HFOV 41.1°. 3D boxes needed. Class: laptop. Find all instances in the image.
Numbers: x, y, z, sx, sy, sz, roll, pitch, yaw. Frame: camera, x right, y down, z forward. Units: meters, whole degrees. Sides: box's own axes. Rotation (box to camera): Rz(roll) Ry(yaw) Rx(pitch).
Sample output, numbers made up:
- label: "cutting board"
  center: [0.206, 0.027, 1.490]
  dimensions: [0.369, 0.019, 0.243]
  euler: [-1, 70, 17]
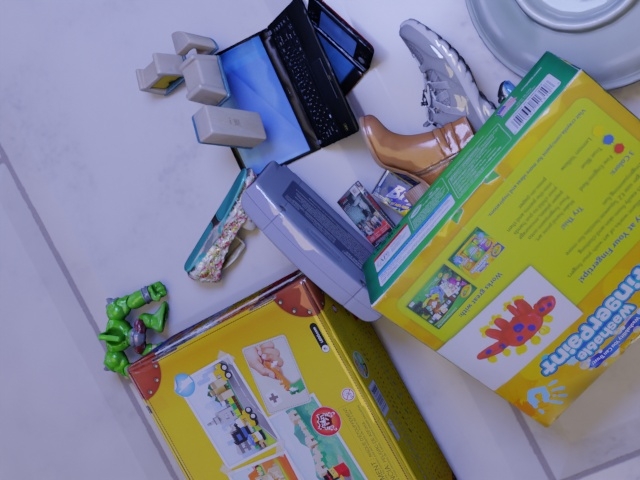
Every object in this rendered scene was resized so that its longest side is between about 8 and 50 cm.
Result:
- label: "laptop"
  center: [-0.081, -0.245, 1.442]
  dimensions: [0.136, 0.264, 0.234]
  euler: [-27, 96, -19]

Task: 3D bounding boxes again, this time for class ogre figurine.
- label: "ogre figurine"
  center: [-0.349, 0.177, 1.609]
  dimensions: [0.118, 0.097, 0.197]
  euler: [3, 111, 3]

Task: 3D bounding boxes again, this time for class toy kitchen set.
- label: "toy kitchen set"
  center: [-0.213, -0.237, 1.487]
  dimensions: [0.166, 0.122, 0.207]
  euler: [-29, 69, 40]

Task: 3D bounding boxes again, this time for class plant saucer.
- label: "plant saucer"
  center: [0.390, -0.420, 1.266]
  dimensions: [0.400, 0.100, 0.401]
  euler: [6, 103, 27]

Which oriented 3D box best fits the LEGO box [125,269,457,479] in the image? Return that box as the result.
- label: "LEGO box"
  center: [-0.037, 0.336, 1.475]
  dimensions: [0.372, 0.193, 0.500]
  euler: [-28, 92, 19]

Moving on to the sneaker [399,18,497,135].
- label: "sneaker"
  center: [0.203, -0.233, 1.392]
  dimensions: [0.115, 0.105, 0.281]
  euler: [-35, 89, 17]

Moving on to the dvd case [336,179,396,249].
- label: "dvd case"
  center: [0.084, -0.040, 1.473]
  dimensions: [0.119, 0.013, 0.087]
  euler: [49, 152, 3]

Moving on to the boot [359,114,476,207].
- label: "boot"
  center: [0.169, -0.156, 1.364]
  dimensions: [0.152, 0.073, 0.197]
  euler: [-35, 103, 24]

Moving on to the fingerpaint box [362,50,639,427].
- label: "fingerpaint box"
  center: [0.347, 0.006, 1.305]
  dimensions: [0.371, 0.163, 0.445]
  euler: [34, 107, -16]

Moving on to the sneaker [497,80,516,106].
- label: "sneaker"
  center: [0.357, -0.205, 1.389]
  dimensions: [0.162, 0.063, 0.073]
  euler: [43, 88, 1]

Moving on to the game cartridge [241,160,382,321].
- label: "game cartridge"
  center: [0.000, 0.000, 1.407]
  dimensions: [0.297, 0.198, 0.062]
  euler: [43, 115, -7]

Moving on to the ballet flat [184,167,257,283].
- label: "ballet flat"
  center: [-0.162, -0.022, 1.546]
  dimensions: [0.077, 0.091, 0.241]
  euler: [26, 111, -22]

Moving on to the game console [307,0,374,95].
- label: "game console"
  center: [0.008, -0.321, 1.444]
  dimensions: [0.144, 0.124, 0.085]
  euler: [43, 80, 5]

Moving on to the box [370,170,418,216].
- label: "box"
  center: [0.173, -0.058, 1.451]
  dimensions: [0.169, 0.059, 0.054]
  euler: [33, 105, 8]
